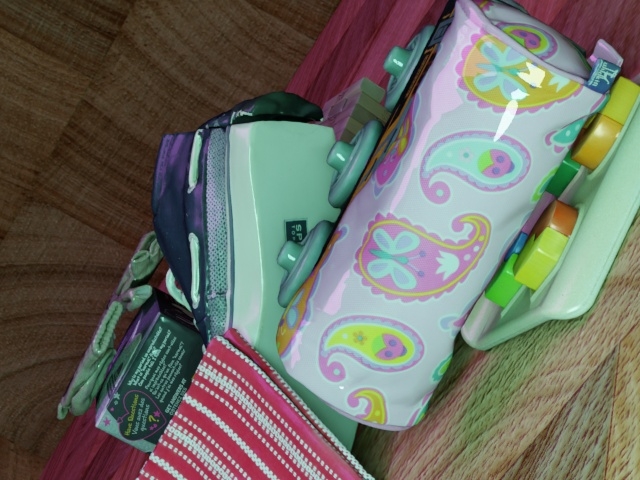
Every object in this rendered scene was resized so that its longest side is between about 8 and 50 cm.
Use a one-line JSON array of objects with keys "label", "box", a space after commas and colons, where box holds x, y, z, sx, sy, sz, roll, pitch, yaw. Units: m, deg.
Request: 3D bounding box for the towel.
[{"label": "towel", "box": [-0.084, 0.232, 1.515, 0.031, 0.199, 0.275, 6, -58, -50]}]

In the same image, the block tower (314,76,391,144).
[{"label": "block tower", "box": [0.000, 0.000, 1.985, 0.091, 0.097, 0.335, -27, 35, 56]}]

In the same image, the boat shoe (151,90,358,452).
[{"label": "boat shoe", "box": [-0.060, 0.054, 1.625, 0.158, 0.127, 0.340, -3, 85, 54]}]

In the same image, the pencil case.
[{"label": "pencil case", "box": [0.080, -0.018, 1.261, 0.284, 0.124, 0.124, -60, 8, 17]}]

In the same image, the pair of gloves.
[{"label": "pair of gloves", "box": [-0.247, 0.100, 2.385, 0.204, 0.042, 0.240, -57, 7, 48]}]

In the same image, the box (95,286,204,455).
[{"label": "box", "box": [-0.182, 0.169, 2.398, 0.163, 0.142, 0.247, -60, 8, 2]}]

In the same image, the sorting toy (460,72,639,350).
[{"label": "sorting toy", "box": [0.161, -0.025, 1.299, 0.193, 0.038, 0.208, -63, 8, -13]}]

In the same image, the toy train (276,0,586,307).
[{"label": "toy train", "box": [0.078, -0.038, 1.474, 0.334, 0.142, 0.190, -62, 6, -4]}]
